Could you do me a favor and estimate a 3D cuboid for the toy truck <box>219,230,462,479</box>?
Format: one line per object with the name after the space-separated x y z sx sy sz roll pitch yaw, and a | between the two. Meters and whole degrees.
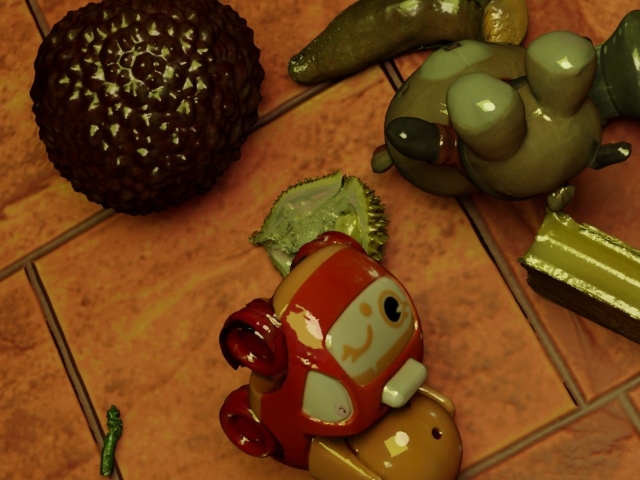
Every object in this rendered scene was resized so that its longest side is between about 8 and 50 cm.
0.039 0.145 1.380 0.239 0.265 0.189 24 45 24 | toy truck

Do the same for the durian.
0.000 0.000 1.521 0.208 0.102 0.146 -5 89 41 | durian

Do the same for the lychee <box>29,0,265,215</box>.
-0.196 -0.176 1.544 0.264 0.264 0.300 6 94 19 | lychee

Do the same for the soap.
0.318 0.059 1.374 0.233 0.135 0.076 30 84 22 | soap

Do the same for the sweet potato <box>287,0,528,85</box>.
0.095 -0.242 1.561 0.285 0.085 0.112 -10 57 13 | sweet potato

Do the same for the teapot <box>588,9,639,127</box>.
0.339 -0.189 1.465 0.119 0.130 0.166 -14 36 28 | teapot

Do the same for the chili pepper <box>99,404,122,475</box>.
-0.239 0.227 1.551 0.022 0.027 0.083 3 74 10 | chili pepper

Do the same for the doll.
0.183 -0.122 1.395 0.235 0.330 0.174 -34 106 -7 | doll
